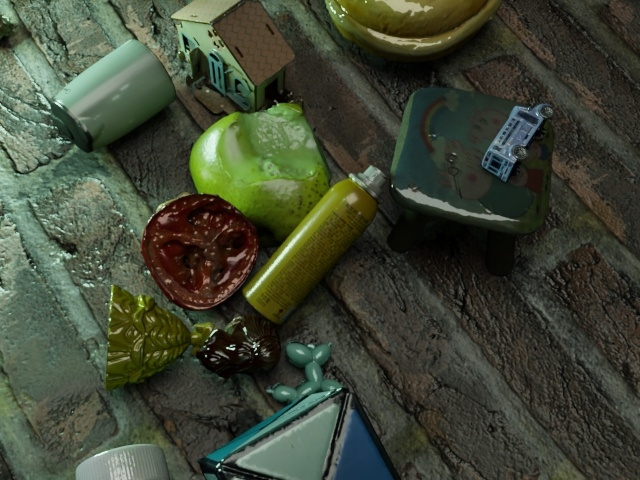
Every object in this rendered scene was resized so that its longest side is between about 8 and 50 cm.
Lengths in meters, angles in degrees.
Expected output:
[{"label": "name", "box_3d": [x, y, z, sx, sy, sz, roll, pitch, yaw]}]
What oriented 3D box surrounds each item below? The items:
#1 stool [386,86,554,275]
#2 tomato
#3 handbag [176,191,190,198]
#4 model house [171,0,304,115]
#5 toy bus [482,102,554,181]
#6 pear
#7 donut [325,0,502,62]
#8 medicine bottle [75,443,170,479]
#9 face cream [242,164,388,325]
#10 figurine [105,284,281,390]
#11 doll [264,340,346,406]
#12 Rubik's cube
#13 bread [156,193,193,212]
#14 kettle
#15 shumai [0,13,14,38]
[{"label": "stool", "box_3d": [0.293, -0.118, 1.680, 0.310, 0.226, 0.310, 15, 60, 4]}, {"label": "tomato", "box_3d": [-0.234, 0.022, 1.613, 0.227, 0.101, 0.228, 0, 89, -12]}, {"label": "handbag", "box_3d": [-0.286, -0.054, 1.716, 0.061, 0.027, 0.083, 35, 69, 11]}, {"label": "model house", "box_3d": [-0.189, -0.406, 1.801, 0.169, 0.244, 0.326, -39, 71, -25]}, {"label": "toy bus", "box_3d": [0.375, -0.196, 1.560, 0.076, 0.073, 0.167, 31, 64, 14]}, {"label": "pear", "box_3d": [-0.107, -0.118, 1.683, 0.286, 0.176, 0.282, -14, 64, -10]}, {"label": "donut", "box_3d": [0.218, -0.610, 1.968, 0.448, 0.198, 0.449, 1, 61, -2]}, {"label": "medicine bottle", "box_3d": [-0.299, 0.484, 1.331, 0.165, 0.165, 0.273, -12, 61, -11]}, {"label": "face cream", "box_3d": [0.000, 0.000, 1.578, 0.105, 0.105, 0.349, 42, 93, 18]}, {"label": "figurine", "box_3d": [-0.230, 0.188, 1.525, 0.315, 0.168, 0.188, 4, 76, -12]}, {"label": "doll", "box_3d": [-0.022, 0.258, 1.537, 0.159, 0.059, 0.158, -34, 68, -19]}, {"label": "Rubik's cube", "box_3d": [-0.023, 0.399, 1.320, 0.246, 0.248, 0.250, -28, 83, -19]}, {"label": "bread", "box_3d": [-0.281, -0.045, 1.674, 0.110, 0.044, 0.083, -22, 76, -10]}, {"label": "kettle", "box_3d": [-0.468, -0.308, 1.788, 0.236, 0.161, 0.221, -42, 43, -21]}, {"label": "shumai", "box_3d": [-0.761, -0.498, 1.926, 0.083, 0.082, 0.080, 44, 28, 6]}]
